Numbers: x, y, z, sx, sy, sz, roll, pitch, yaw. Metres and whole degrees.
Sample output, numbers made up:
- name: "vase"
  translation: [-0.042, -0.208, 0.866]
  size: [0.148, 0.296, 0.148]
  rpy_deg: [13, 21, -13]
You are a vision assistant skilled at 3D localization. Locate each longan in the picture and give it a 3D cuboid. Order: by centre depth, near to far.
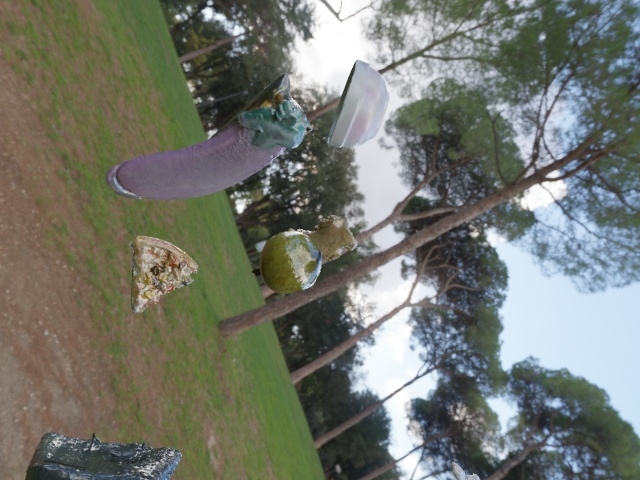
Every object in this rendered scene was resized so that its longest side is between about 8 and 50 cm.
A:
- name: "longan"
  translation: [-0.082, 0.054, 1.026]
  size: [0.155, 0.176, 0.145]
  rpy_deg: [11, 59, -75]

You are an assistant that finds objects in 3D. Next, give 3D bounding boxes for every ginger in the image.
- name: "ginger"
  translation: [0.003, 0.004, 1.348]
  size: [0.137, 0.214, 0.074]
  rpy_deg: [68, 21, -13]

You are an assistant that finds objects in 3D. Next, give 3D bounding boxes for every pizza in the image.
- name: "pizza"
  translation: [-0.418, 0.096, 1.103]
  size: [0.185, 0.195, 0.052]
  rpy_deg: [29, -9, -21]

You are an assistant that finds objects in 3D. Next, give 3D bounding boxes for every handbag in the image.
- name: "handbag"
  translation: [-0.406, 0.427, 0.825]
  size: [0.175, 0.271, 0.088]
  rpy_deg: [-143, -111, -78]

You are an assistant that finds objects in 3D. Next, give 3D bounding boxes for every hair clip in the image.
- name: "hair clip"
  translation: [-0.163, -0.119, 0.636]
  size: [0.095, 0.359, 0.110]
  rpy_deg: [65, 29, -5]

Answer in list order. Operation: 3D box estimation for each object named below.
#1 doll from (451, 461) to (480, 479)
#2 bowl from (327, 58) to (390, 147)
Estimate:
- name: "doll"
  translation: [0.123, 0.243, 0.357]
  size: [0.084, 0.073, 0.127]
  rpy_deg: [103, 2, -46]
- name: "bowl"
  translation: [0.132, -0.431, 1.452]
  size: [0.287, 0.144, 0.286]
  rpy_deg: [-162, -90, -85]
